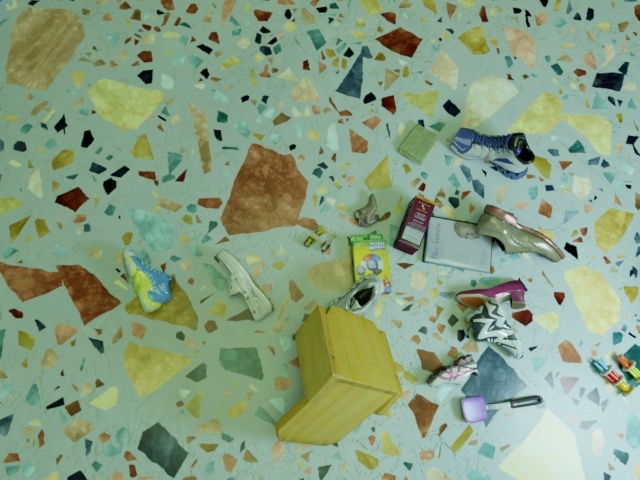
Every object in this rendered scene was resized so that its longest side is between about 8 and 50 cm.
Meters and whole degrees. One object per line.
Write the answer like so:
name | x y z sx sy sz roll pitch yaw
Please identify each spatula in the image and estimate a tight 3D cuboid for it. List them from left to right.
spatula | 0.622 0.562 1.724 0.297 0.030 0.084 -6 77 -7

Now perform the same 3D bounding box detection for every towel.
towel | 0.374 -0.371 1.944 0.110 0.027 0.148 33 76 5

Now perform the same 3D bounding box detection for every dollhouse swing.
dollhouse swing | 0.024 0.431 1.591 0.305 0.347 0.315 -35 49 28

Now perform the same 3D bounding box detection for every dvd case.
dvd case | 0.506 0.012 1.859 0.253 0.022 0.180 9 75 -2

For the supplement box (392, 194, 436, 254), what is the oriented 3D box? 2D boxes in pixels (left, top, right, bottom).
supplement box | 0.336 -0.054 1.818 0.081 0.104 0.188 22 75 0

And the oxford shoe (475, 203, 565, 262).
oxford shoe | 0.719 0.004 1.843 0.348 0.123 0.130 30 94 -3

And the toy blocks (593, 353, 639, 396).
toy blocks | 1.047 0.451 1.779 0.123 0.054 0.148 -43 83 -13

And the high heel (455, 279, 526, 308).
high heel | 0.606 0.180 1.812 0.244 0.082 0.117 0 43 9

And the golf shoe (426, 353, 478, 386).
golf shoe | 0.451 0.459 1.716 0.186 0.067 0.086 -23 80 -11

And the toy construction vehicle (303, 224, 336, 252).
toy construction vehicle | 0.000 0.000 1.814 0.086 0.035 0.098 30 72 14

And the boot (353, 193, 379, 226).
boot | 0.164 -0.108 1.850 0.087 0.042 0.118 -11 77 -6

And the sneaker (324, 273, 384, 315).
sneaker | 0.090 0.229 1.689 0.110 0.118 0.292 43 98 1

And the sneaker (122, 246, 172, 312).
sneaker | -0.579 0.121 1.712 0.126 0.091 0.240 -20 77 -29

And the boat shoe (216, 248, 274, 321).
boat shoe | -0.274 0.153 1.713 0.096 0.098 0.277 -38 83 -14

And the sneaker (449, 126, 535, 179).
sneaker | 0.663 -0.355 1.886 0.316 0.182 0.127 25 73 1

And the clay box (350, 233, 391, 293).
clay box | 0.176 0.081 1.795 0.128 0.053 0.222 -3 77 -6

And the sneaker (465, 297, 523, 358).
sneaker | 0.591 0.331 1.757 0.153 0.094 0.235 -28 107 14
